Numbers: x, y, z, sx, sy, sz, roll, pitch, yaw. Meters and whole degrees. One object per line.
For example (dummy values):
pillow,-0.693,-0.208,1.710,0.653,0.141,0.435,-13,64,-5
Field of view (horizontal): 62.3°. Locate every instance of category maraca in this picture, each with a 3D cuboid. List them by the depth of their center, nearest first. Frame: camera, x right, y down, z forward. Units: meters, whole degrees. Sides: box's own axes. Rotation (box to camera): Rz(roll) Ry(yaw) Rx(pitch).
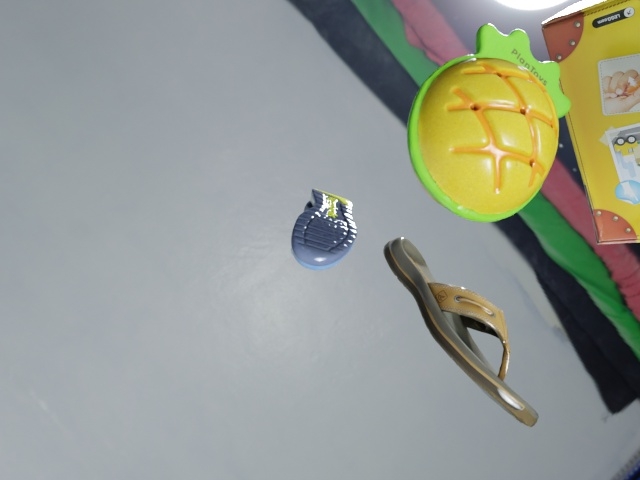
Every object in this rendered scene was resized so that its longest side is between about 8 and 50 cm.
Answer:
maraca,0.139,-0.098,0.427,0.127,0.185,0.099,41,-22,-12

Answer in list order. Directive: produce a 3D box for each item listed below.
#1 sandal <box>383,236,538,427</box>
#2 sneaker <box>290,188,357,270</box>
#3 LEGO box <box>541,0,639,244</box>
sandal,0.133,0.068,0.493,0.090,0.060,0.219,38,18,-44
sneaker,0.000,0.000,0.477,0.053,0.059,0.144,23,21,-1
LEGO box,0.612,-0.211,0.703,0.500,0.193,0.372,-5,-66,45
